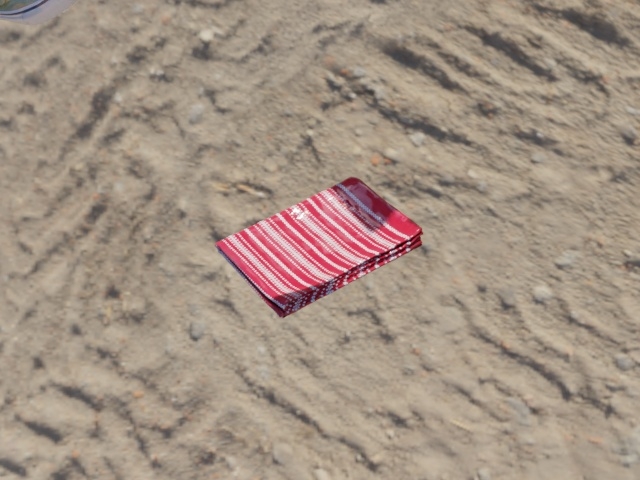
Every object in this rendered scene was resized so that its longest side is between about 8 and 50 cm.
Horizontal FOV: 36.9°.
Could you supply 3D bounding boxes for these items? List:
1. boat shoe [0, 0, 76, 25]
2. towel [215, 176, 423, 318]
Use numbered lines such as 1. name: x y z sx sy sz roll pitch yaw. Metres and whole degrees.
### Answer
1. boat shoe: -0.420 -0.337 1.231 0.302 0.094 0.109 0 77 34
2. towel: 0.000 0.000 1.502 0.199 0.275 0.031 43 150 39
